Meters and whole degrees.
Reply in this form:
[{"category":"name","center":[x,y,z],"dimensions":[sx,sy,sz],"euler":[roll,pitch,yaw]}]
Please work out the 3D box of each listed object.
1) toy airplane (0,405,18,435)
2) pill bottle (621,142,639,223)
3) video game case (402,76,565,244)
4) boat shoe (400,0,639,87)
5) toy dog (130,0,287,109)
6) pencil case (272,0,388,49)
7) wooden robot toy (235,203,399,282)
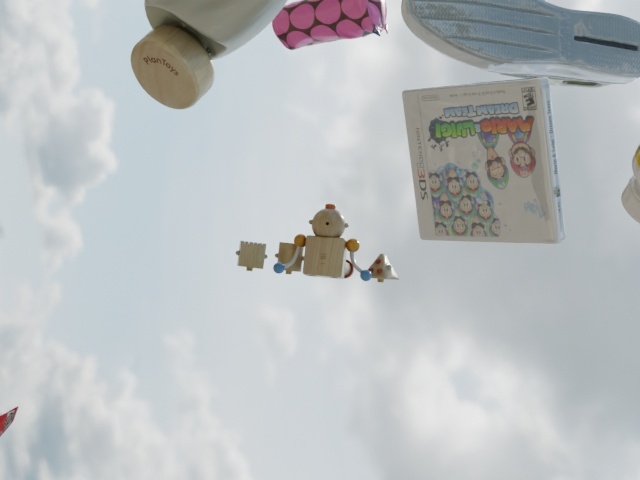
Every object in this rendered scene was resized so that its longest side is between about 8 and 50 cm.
[{"category":"toy airplane","center":[-0.391,0.252,1.439],"dimensions":[0.151,0.028,0.151],"euler":[7,90,-83]},{"category":"pill bottle","center":[0.256,-0.062,0.849],"dimensions":[0.065,0.065,0.116],"euler":[63,-35,35]},{"category":"video game case","center":[0.143,-0.069,1.097],"dimensions":[0.157,0.019,0.143],"euler":[2,-77,45]},{"category":"boat shoe","center":[0.227,-0.221,1.388],"dimensions":[0.094,0.302,0.109],"euler":[139,-39,-68]},{"category":"toy dog","center":[-0.091,-0.272,1.138],"dimensions":[0.161,0.220,0.333],"euler":[41,-53,-11]},{"category":"pencil case","center":[0.020,-0.409,2.287],"dimensions":[0.098,0.209,0.095],"euler":[49,44,-49]},{"category":"wooden robot toy","center":[0.000,0.000,1.303],"dimensions":[0.076,0.173,0.079],"euler":[12,83,-80]}]
